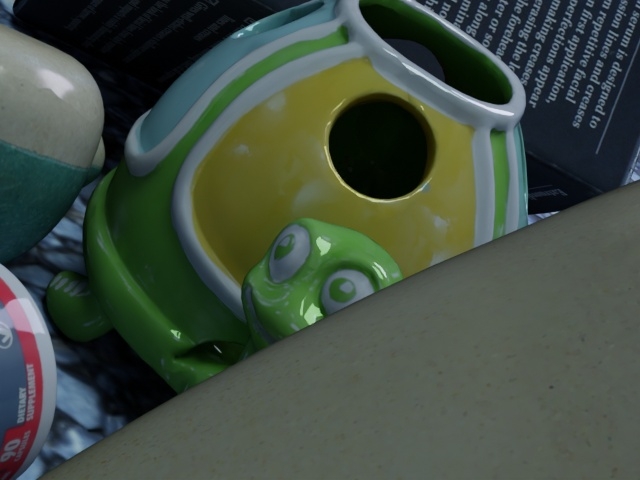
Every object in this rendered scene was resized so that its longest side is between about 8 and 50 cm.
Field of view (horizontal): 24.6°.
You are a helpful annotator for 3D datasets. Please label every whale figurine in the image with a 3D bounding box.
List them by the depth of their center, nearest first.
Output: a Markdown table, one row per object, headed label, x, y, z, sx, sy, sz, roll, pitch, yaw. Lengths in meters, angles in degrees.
| label | x | y | z | sx | sy | sz | roll | pitch | yaw |
| --- | --- | --- | --- | --- | --- | --- | --- | --- | --- |
| whale figurine | -0.222 | -0.060 | 0.773 | 0.216 | 0.141 | 0.272 | 23 | 0 | -25 |

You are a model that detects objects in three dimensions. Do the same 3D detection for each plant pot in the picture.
| label | x | y | z | sx | sy | sz | roll | pitch | yaw |
| --- | --- | --- | --- | --- | --- | --- | --- | --- | --- |
| plant pot | 0.000 | 0.137 | 0.430 | 0.274 | 0.256 | 0.256 | -14 | 32 | -1 |

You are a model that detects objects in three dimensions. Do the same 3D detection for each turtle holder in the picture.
| label | x | y | z | sx | sy | sz | roll | pitch | yaw |
| --- | --- | --- | --- | --- | --- | --- | --- | --- | --- |
| turtle holder | -0.010 | -0.013 | 0.791 | 0.243 | 0.227 | 0.320 | 42 | 24 | 19 |

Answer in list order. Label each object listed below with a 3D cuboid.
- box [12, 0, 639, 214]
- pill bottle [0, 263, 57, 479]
| label | x | y | z | sx | sy | sz | roll | pitch | yaw |
| --- | --- | --- | --- | --- | --- | --- | --- | --- | --- |
| box | 0.020 | -0.188 | 1.053 | 0.395 | 0.212 | 0.293 | 27 | -12 | -18 |
| pill bottle | -0.195 | 0.063 | 0.547 | 0.108 | 0.108 | 0.180 | 42 | 24 | 20 |
